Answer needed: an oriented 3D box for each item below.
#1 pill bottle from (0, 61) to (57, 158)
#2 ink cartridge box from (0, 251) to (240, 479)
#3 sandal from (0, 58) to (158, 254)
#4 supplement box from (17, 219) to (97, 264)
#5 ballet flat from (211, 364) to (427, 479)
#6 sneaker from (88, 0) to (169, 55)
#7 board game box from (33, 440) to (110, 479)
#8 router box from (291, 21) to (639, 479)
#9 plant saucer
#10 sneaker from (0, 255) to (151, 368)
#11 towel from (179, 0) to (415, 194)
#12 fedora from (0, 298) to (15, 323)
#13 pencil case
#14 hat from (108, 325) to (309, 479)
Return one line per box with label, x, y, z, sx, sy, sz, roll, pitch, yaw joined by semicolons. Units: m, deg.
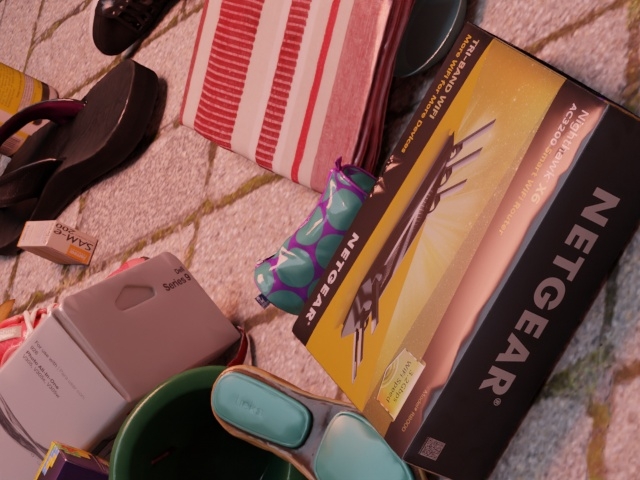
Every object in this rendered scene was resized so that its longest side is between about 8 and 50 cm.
pill bottle;-0.484;-0.202;2.391;0.119;0.208;0.119;-38;38;39
ink cartridge box;-0.245;0.163;1.701;0.289;0.121;0.211;-46;-8;32
sandal;-0.361;-0.121;2.227;0.446;0.107;0.168;-34;40;46
supplement box;-0.327;0.003;2.126;0.098;0.062;0.036;0;67;58
ballet flat;0.011;0.164;1.418;0.232;0.073;0.080;29;94;34
sneaker;-0.219;-0.314;2.170;0.217;0.079;0.121;-56;29;14
board game box;-0.200;0.280;1.589;0.141;0.170;0.048;-62;28;7
router box;0.120;0.004;1.361;0.309;0.081;0.243;-61;29;8
plant saucer;0.102;-0.204;1.611;0.119;0.021;0.119;-39;38;40
sneaker;-0.293;0.121;1.902;0.314;0.136;0.116;-45;36;33
towel;-0.028;-0.187;1.710;0.329;0.037;0.237;28;106;52
fedora;-0.394;0.166;2.071;0.194;0.079;0.194;-58;9;15
pencil case;0.000;0.000;1.576;0.152;0.070;0.064;-51;0;22
hat;-0.088;0.203;1.586;0.208;0.173;0.183;-47;-6;-6
